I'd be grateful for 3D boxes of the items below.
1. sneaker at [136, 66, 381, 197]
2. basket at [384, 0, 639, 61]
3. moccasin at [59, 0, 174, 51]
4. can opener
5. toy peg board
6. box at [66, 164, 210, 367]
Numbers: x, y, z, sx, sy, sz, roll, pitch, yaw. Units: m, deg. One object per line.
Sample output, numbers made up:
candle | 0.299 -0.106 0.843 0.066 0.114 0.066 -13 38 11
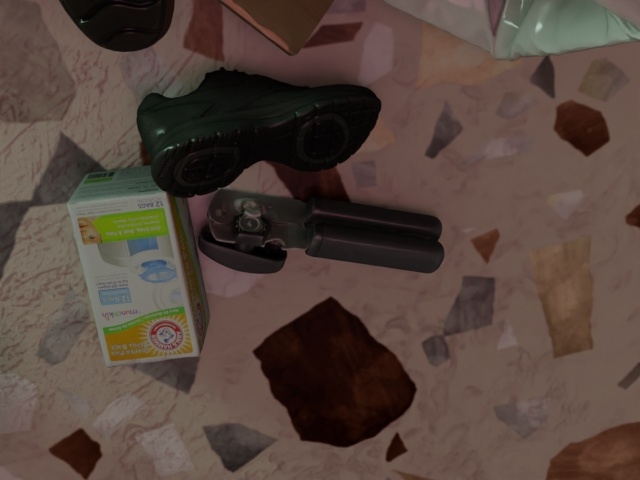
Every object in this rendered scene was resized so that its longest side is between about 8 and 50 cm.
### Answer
sneaker | -0.066 -0.140 1.299 0.286 0.130 0.109 -11 140 -28
basket | 0.162 -0.358 1.111 0.328 0.331 0.266 25 89 -17
moccasin | -0.235 -0.363 1.154 0.139 0.147 0.380 -17 122 9
can opener | 0.000 0.000 1.397 0.283 0.076 0.095 9 141 -13
toy peg board | -0.055 -0.308 1.266 0.161 0.079 0.161 35 86 -20
box | -0.199 0.028 1.336 0.114 0.103 0.203 -6 112 5
